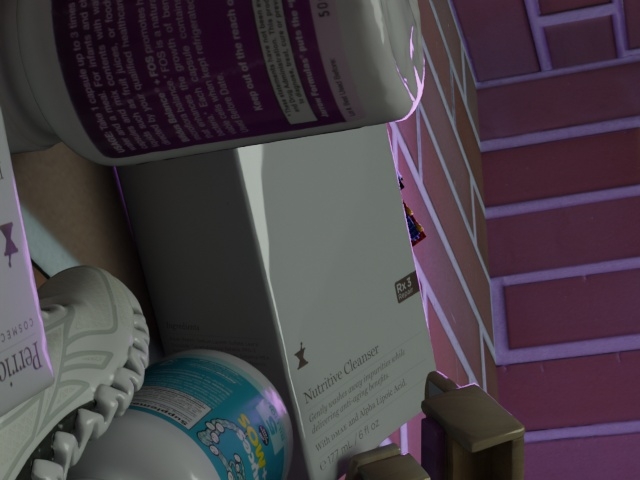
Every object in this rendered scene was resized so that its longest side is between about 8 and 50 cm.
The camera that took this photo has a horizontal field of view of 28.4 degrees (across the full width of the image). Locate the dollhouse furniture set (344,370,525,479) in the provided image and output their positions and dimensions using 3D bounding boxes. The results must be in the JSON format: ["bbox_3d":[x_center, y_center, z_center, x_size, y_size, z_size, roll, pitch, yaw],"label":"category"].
[{"bbox_3d":[-0.024,0.259,0.976,0.198,0.303,0.286,36,-46,56],"label":"dollhouse furniture set"}]

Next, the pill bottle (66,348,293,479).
[{"bbox_3d":[-0.118,0.174,0.889,0.264,0.146,0.146,-35,115,-73],"label":"pill bottle"}]

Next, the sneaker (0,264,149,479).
[{"bbox_3d":[-0.189,0.085,0.772,0.292,0.110,0.118,-73,142,-59],"label":"sneaker"}]

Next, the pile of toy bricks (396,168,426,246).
[{"bbox_3d":[0.055,-0.072,1.820,0.212,0.118,0.105,56,-4,-24],"label":"pile of toy bricks"}]

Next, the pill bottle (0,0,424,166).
[{"bbox_3d":[-0.093,-0.140,0.847,0.169,0.302,0.169,-8,90,-76],"label":"pill bottle"}]

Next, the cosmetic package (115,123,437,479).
[{"bbox_3d":[-0.038,0.006,1.143,0.217,0.156,0.385,-31,115,-47],"label":"cosmetic package"}]

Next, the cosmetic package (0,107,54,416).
[{"bbox_3d":[-0.229,0.004,0.547,0.151,0.151,0.183,-37,118,-72],"label":"cosmetic package"}]
